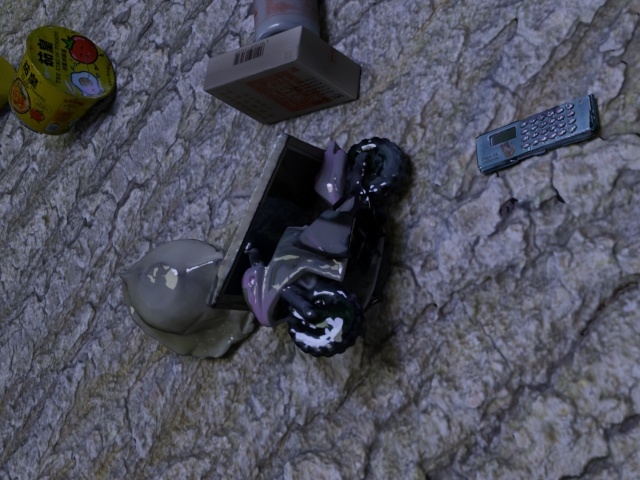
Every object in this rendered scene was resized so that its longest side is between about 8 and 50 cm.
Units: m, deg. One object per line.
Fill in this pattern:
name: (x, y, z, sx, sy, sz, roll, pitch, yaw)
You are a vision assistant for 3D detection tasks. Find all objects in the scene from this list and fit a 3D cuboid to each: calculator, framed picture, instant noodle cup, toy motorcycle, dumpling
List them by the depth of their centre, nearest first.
calculator: (0.266, -0.131, 1.292, 0.172, 0.018, 0.057, -19, 62, 40)
toy motorcycle: (0.000, 0.000, 1.402, 0.188, 0.143, 0.326, 3, 63, 30)
framed picture: (-0.066, -0.020, 1.457, 0.023, 0.189, 0.259, 25, 94, 22)
dumpling: (-0.204, 0.094, 1.586, 0.258, 0.147, 0.193, -1, 115, 32)
instant noodle cup: (-0.506, -0.297, 1.988, 0.144, 0.182, 0.182, -45, 49, 37)

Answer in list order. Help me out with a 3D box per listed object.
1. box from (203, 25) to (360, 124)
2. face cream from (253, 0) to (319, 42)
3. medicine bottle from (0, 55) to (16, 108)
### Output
box: (-0.059, -0.243, 1.554, 0.201, 0.141, 0.058, -10, 64, 40)
face cream: (-0.060, -0.415, 1.640, 0.101, 0.101, 0.251, -23, 61, 37)
medicine bottle: (-0.766, -0.309, 2.266, 0.212, 0.122, 0.121, -36, 54, 30)
